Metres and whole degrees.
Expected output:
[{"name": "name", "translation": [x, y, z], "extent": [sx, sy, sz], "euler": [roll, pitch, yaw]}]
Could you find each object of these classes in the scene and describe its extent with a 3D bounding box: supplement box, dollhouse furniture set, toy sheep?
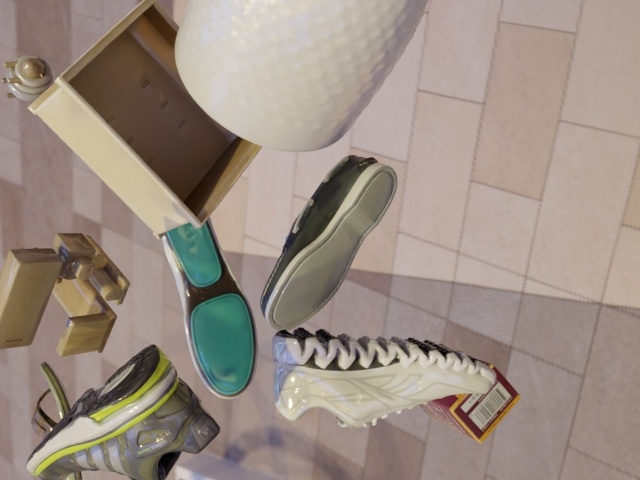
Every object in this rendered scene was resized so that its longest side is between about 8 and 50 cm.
[{"name": "supplement box", "translation": [0.233, 0.253, 1.349], "extent": [0.081, 0.104, 0.188], "euler": [49, 167, -15]}, {"name": "dollhouse furniture set", "translation": [-0.318, 0.043, 0.909], "extent": [0.123, 0.151, 0.144], "euler": [43, 117, 31]}, {"name": "toy sheep", "translation": [-0.542, -0.299, 1.492], "extent": [0.132, 0.091, 0.091], "euler": [-29, 82, 62]}]

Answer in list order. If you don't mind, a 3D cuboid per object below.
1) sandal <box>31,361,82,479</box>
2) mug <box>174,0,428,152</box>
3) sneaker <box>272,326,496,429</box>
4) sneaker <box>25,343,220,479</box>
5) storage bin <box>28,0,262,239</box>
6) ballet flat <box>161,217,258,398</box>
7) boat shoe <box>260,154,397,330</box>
[{"name": "sandal", "translation": [-0.579, 0.413, 1.742], "extent": [0.120, 0.086, 0.303], "euler": [153, 107, -71]}, {"name": "mug", "translation": [-0.036, -0.353, 1.015], "extent": [0.374, 0.276, 0.328], "euler": [48, 138, 9]}, {"name": "sneaker", "translation": [0.079, 0.181, 1.029], "extent": [0.110, 0.292, 0.118], "euler": [178, 98, -82]}, {"name": "sneaker", "translation": [-0.225, 0.225, 0.888], "extent": [0.121, 0.111, 0.300], "euler": [46, 135, -10]}, {"name": "storage bin", "translation": [-0.223, -0.185, 1.153], "extent": [0.123, 0.260, 0.262], "euler": [-19, 121, 48]}, {"name": "ballet flat", "translation": [-0.220, 0.108, 1.571], "extent": [0.139, 0.139, 0.400], "euler": [-21, 87, 43]}, {"name": "boat shoe", "translation": [0.000, 0.000, 1.227], "extent": [0.091, 0.302, 0.114], "euler": [28, 162, 42]}]
